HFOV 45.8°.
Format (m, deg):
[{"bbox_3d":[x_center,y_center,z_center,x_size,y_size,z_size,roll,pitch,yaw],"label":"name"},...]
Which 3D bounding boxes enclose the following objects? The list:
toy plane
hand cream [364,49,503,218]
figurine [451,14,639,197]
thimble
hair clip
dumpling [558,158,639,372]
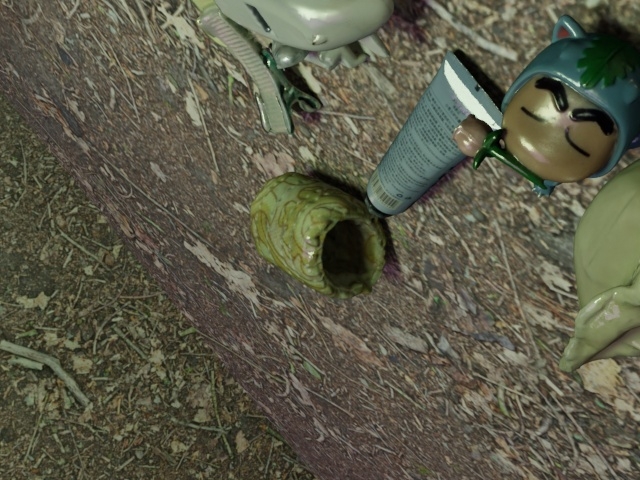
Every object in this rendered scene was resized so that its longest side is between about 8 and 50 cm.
[{"bbox_3d":[-0.023,-0.247,0.727,0.245,0.117,0.244,36,173,5],"label":"toy plane"},{"bbox_3d":[0.112,-0.093,0.813,0.091,0.058,0.271,56,155,10],"label":"hand cream"},{"bbox_3d":[0.183,-0.081,0.601,0.114,0.145,0.178,52,170,13],"label":"figurine"},{"bbox_3d":[0.000,0.000,1.051,0.144,0.137,0.190,27,161,41],"label":"thimble"},{"bbox_3d":[-0.076,-0.229,0.897,0.159,0.071,0.218,3,138,50],"label":"hair clip"},{"bbox_3d":[0.253,0.029,0.577,0.147,0.193,0.258,40,162,21],"label":"dumpling"}]
